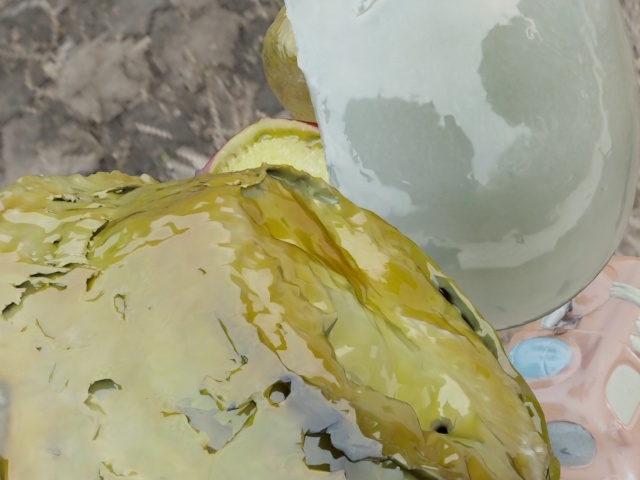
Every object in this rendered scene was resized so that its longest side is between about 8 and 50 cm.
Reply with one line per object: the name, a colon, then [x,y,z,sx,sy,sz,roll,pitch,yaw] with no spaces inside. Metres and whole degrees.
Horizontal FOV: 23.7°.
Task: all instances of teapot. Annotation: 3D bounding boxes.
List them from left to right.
teapot: [0.059,-0.188,1.573,0.203,0.311,0.167,19,66,32]

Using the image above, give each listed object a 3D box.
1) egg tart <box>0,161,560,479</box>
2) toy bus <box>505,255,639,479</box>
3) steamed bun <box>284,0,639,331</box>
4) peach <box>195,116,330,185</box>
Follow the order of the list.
egg tart: [-0.005,0.074,0.625,0.129,0.341,0.341,-46,55,19]
toy bus: [0.308,0.147,1.659,0.194,0.232,0.288,-1,46,45]
steamed bun: [0.092,-0.099,0.973,0.206,0.324,0.324,-11,59,1]
peach: [0.000,0.000,1.224,0.226,0.190,0.196,36,43,-7]
